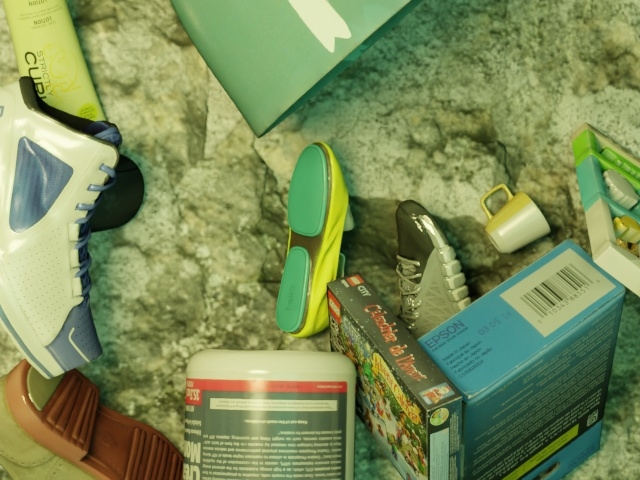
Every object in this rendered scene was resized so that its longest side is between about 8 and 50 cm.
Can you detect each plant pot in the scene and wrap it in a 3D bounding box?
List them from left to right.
[{"bbox_3d":[-0.031,-0.288,1.378,0.293,0.293,0.235,-42,93,-8],"label":"plant pot"}]

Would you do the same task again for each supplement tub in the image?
[{"bbox_3d":[-0.057,0.257,1.469,0.191,0.191,0.272,3,84,-19],"label":"supplement tub"}]

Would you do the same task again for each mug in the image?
[{"bbox_3d":[0.232,-0.022,1.624,0.064,0.078,0.062,-36,140,-1],"label":"mug"}]

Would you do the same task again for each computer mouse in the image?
[{"bbox_3d":[-0.320,-0.017,1.425,0.262,0.060,0.184,9,105,-24],"label":"computer mouse"}]

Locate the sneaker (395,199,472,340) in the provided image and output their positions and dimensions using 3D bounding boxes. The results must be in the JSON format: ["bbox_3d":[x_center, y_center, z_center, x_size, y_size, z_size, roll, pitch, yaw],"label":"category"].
[{"bbox_3d":[0.106,0.075,1.577,0.132,0.086,0.229,-27,107,-10],"label":"sneaker"}]

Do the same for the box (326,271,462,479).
[{"bbox_3d":[0.079,0.164,1.477,0.044,0.233,0.159,-19,130,-18],"label":"box"}]

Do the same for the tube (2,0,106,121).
[{"bbox_3d":[-0.285,-0.194,1.412,0.070,0.062,0.240,3,120,22],"label":"tube"}]

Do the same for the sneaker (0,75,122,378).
[{"bbox_3d":[-0.264,-0.029,1.338,0.182,0.127,0.316,-24,104,-2],"label":"sneaker"}]

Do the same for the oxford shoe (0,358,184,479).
[{"bbox_3d":[-0.252,0.263,1.492,0.130,0.123,0.348,-26,119,26],"label":"oxford shoe"}]

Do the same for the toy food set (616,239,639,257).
[{"bbox_3d":[0.418,0.001,1.700,0.083,0.020,0.083,42,84,-19],"label":"toy food set"}]

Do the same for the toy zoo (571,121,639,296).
[{"bbox_3d":[0.388,-0.002,1.565,0.192,0.293,0.030,30,124,-20],"label":"toy zoo"}]

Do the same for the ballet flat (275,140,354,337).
[{"bbox_3d":[0.000,0.000,1.543,0.077,0.077,0.231,1,102,-40],"label":"ballet flat"}]

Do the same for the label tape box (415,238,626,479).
[{"bbox_3d":[0.228,0.190,1.583,0.240,0.106,0.334,-31,144,-21],"label":"label tape box"}]
